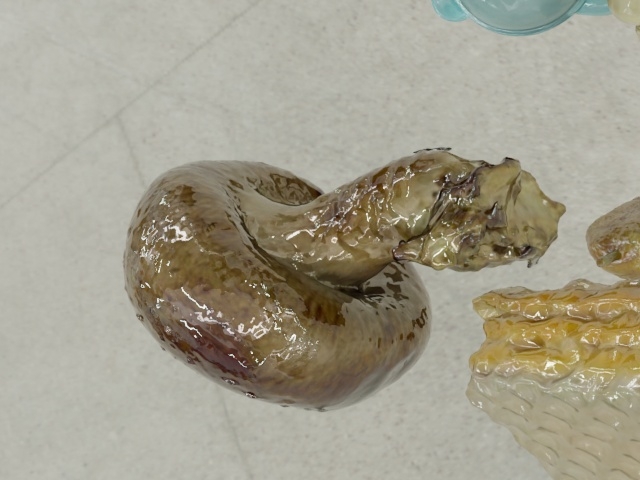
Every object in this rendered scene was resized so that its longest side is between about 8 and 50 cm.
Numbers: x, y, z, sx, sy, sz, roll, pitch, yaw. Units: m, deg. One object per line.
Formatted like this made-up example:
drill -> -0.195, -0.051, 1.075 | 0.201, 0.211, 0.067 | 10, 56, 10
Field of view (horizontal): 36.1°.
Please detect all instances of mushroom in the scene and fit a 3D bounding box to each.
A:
mushroom -> -0.018, 0.008, 0.949 | 0.334, 0.331, 0.356 | 49, 135, 29

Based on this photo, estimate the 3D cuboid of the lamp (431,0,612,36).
lamp -> 0.293, -0.374, 1.293 | 0.284, 0.147, 0.209 | 5, 112, 2

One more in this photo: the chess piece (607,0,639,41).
chess piece -> 0.336, -0.347, 1.082 | 0.117, 0.397, 0.117 | -20, 50, 26

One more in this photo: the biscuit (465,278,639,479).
biscuit -> 0.179, 0.050, 0.236 | 0.094, 0.054, 0.378 | 47, 154, -22

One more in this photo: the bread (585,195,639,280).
bread -> 0.433, -0.008, 1.274 | 0.124, 0.344, 0.084 | -4, 102, 42
